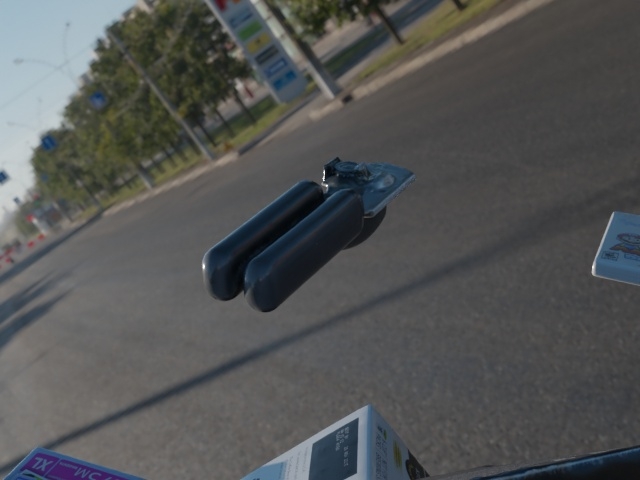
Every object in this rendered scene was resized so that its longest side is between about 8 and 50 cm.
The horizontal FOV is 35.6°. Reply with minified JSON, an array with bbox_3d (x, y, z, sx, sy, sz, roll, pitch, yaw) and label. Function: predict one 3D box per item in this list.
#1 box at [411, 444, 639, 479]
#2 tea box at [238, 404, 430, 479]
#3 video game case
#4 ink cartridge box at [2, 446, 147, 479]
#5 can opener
[{"bbox_3d":[0.130,0.306,0.584,0.179,0.343,0.312,-7,-14,-17],"label":"box"},{"bbox_3d":[0.059,0.424,1.095,0.220,0.323,0.329,-34,16,16],"label":"tea box"},{"bbox_3d":[0.341,0.016,0.923,0.157,0.019,0.143,12,24,19],"label":"video game case"},{"bbox_3d":[-0.373,0.392,1.260,0.186,0.065,0.311,11,31,19],"label":"ink cartridge box"},{"bbox_3d":[0.000,0.000,0.872,0.076,0.095,0.283,13,30,24],"label":"can opener"}]
